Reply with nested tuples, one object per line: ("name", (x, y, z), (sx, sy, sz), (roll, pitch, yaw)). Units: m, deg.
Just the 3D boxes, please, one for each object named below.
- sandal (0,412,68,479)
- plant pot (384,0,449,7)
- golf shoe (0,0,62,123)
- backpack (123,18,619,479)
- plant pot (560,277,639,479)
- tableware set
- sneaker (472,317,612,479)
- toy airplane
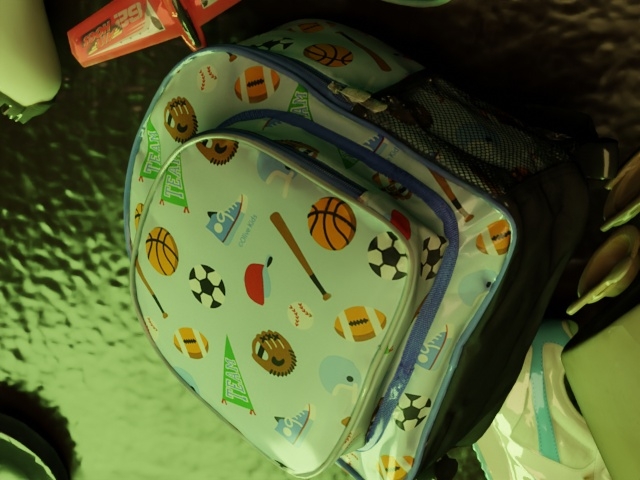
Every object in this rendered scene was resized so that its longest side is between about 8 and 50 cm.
("sandal", (-0.252, 0.243, 1.437), (0.097, 0.054, 0.254), (16, 119, 3))
("plant pot", (0.000, -0.288, 1.009), (0.290, 0.290, 0.195), (33, 82, -6))
("golf shoe", (-0.205, -0.203, 1.170), (0.120, 0.105, 0.273), (-16, 115, 9))
("backpack", (0.000, 0.000, 1.160), (0.263, 0.213, 0.277), (38, 120, 27))
("plant pot", (0.305, 0.120, 1.142), (0.323, 0.323, 0.280), (-39, 86, 26))
("tableware set", (0.205, -0.028, 1.133), (0.020, 0.169, 0.141), (35, 135, -13))
("sneaker", (0.169, 0.157, 1.288), (0.092, 0.087, 0.229), (-18, 114, 18))
("toy airplane", (-0.105, -0.174, 1.199), (0.151, 0.028, 0.151), (-2, 114, -5))
